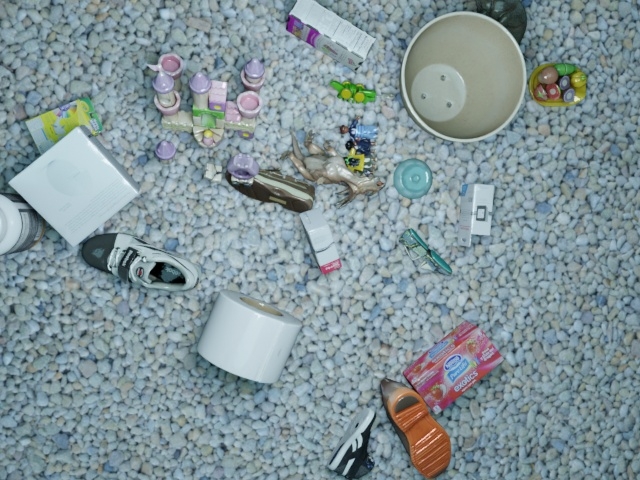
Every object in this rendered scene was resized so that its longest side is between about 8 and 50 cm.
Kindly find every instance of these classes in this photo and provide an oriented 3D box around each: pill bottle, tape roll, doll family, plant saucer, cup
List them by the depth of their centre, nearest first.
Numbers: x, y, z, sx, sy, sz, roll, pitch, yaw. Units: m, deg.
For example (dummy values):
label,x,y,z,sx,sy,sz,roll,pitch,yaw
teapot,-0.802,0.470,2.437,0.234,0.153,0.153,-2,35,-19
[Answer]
label,x,y,z,sx,sy,sz,roll,pitch,yaw
pill bottle,-0.816,-0.042,1.525,0.162,0.278,0.162,0,93,-6
tape roll,-0.191,0.254,1.631,0.246,0.246,0.169,23,90,-7
cup,0.357,-0.423,1.657,0.331,0.237,0.331,0,94,-6
doll family,0.105,-0.255,1.724,0.111,0.076,0.193,4,88,-2
plant saucer,0.273,-0.181,1.770,0.119,0.021,0.119,0,94,-6

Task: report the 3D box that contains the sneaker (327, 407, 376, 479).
label,x,y,z,sx,sy,sz,roll,pitch,yaw
sneaker,0.126,0.602,1.776,0.121,0.079,0.217,33,97,-10

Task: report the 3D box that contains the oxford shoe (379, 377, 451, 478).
label,x,y,z,sx,sy,sz,roll,pitch,yaw
oxford shoe,0.278,0.545,1.772,0.130,0.133,0.364,-30,115,-11

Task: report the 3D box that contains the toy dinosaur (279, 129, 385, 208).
label,x,y,z,sx,sy,sz,roll,pitch,yaw
toy dinosaur,0.013,-0.190,1.679,0.295,0.200,0.127,31,83,35

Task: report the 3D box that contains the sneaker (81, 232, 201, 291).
label,x,y,z,sx,sy,sz,roll,pitch,yaw
sneaker,-0.490,0.060,1.638,0.330,0.146,0.122,14,93,-6

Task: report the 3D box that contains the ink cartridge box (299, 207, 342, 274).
label,x,y,z,sx,sy,sz,roll,pitch,yaw
ink cartridge box,0.000,0.000,1.675,0.063,0.109,0.150,-21,125,-5

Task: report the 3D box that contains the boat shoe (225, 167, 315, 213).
label,x,y,z,sx,sy,sz,roll,pitch,yaw
boat shoe,-0.137,-0.161,1.702,0.257,0.095,0.095,23,56,-7

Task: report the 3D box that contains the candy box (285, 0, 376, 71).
label,x,y,z,sx,sy,sz,roll,pitch,yaw
candy box,0.025,-0.563,1.650,0.233,0.159,0.071,30,91,-8

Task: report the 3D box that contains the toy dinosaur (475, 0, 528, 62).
label,x,y,z,sx,sy,sz,roll,pitch,yaw
toy dinosaur,0.514,-0.645,1.722,0.313,0.121,0.160,45,101,-3

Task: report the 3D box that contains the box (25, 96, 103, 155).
label,x,y,z,sx,sy,sz,roll,pitch,yaw
box,-0.690,-0.309,1.643,0.179,0.043,0.105,-23,95,-3

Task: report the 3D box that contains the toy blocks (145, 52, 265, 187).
label,x,y,z,sx,sy,sz,roll,pitch,yaw
toy blocks,-0.285,-0.337,1.535,0.288,0.260,0.309,6,71,-7

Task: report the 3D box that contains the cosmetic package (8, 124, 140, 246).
label,x,y,z,sx,sy,sz,roll,pitch,yaw
cosmetic package,-0.636,-0.146,1.591,0.224,0.138,0.225,-40,109,-3

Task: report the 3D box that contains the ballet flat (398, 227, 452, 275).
label,x,y,z,sx,sy,sz,roll,pitch,yaw
ballet flat,0.303,0.045,1.773,0.070,0.070,0.188,-44,95,-2

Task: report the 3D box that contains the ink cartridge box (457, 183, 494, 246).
label,x,y,z,sx,sy,sz,roll,pitch,yaw
ink cartridge box,0.449,-0.072,1.755,0.060,0.104,0.180,4,93,-8

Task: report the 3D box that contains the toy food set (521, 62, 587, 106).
label,x,y,z,sx,sy,sz,roll,pitch,yaw
toy food set,0.691,-0.461,1.775,0.218,0.071,0.128,-3,94,-6

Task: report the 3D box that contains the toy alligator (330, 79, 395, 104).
label,x,y,z,sx,sy,sz,roll,pitch,yaw
toy alligator,0.115,-0.411,1.726,0.189,0.056,0.051,12,134,-8

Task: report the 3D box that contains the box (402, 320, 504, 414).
label,x,y,z,sx,sy,sz,roll,pitch,yaw
box,0.381,0.365,1.760,0.257,0.128,0.122,-38,97,-3
